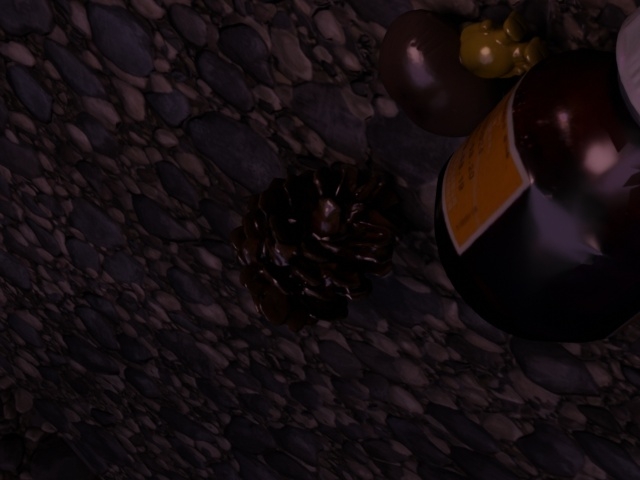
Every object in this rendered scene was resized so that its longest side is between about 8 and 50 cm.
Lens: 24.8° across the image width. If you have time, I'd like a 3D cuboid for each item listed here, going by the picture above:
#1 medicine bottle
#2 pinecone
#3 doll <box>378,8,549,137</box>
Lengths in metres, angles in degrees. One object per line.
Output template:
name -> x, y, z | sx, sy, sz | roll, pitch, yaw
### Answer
medicine bottle -> 0.284, -0.077, 1.261 | 0.242, 0.242, 0.395 | 42, 141, -5
pinecone -> 0.000, 0.006, 1.721 | 0.204, 0.179, 0.184 | -18, 86, 40
doll -> 0.144, -0.166, 1.436 | 0.188, 0.096, 0.145 | 3, 140, 32
